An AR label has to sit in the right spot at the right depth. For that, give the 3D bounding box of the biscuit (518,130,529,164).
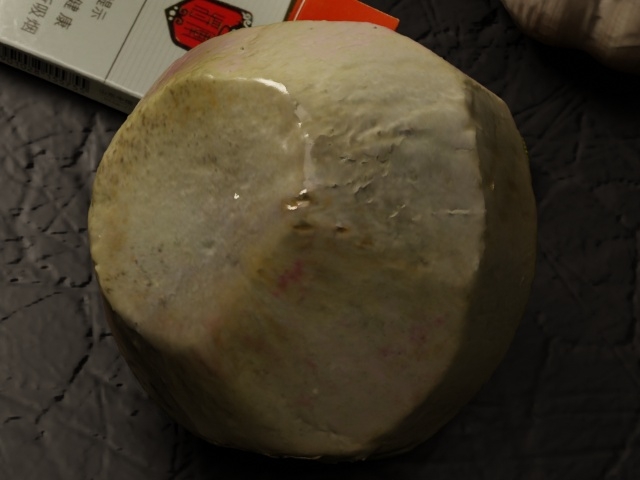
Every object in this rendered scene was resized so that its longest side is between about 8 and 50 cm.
[{"bbox_3d":[0.095,-0.052,1.197,0.084,0.023,0.084,4,65,-8],"label":"biscuit"}]

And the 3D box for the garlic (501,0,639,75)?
[{"bbox_3d":[0.207,-0.220,1.230,0.228,0.152,0.228,7,57,-10],"label":"garlic"}]

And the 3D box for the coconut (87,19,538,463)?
[{"bbox_3d":[0.000,0.000,1.050,0.259,0.259,0.259,4,63,-8],"label":"coconut"}]

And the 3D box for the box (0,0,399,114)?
[{"bbox_3d":[-0.084,-0.134,1.200,0.245,0.035,0.139,23,62,2],"label":"box"}]
